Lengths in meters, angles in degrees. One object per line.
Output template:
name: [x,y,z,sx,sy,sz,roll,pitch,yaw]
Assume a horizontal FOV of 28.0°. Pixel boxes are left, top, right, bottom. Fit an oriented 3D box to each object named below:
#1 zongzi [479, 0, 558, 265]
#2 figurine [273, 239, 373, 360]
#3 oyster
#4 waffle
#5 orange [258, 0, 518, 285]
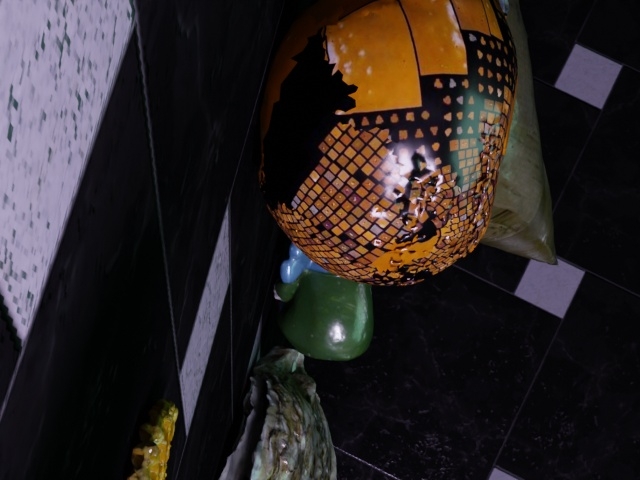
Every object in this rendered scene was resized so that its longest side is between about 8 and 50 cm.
zongzi: [0.152,-0.171,1.246,0.393,0.174,0.356,15,86,-47]
figurine: [0.013,-0.001,1.362,0.185,0.127,0.234,-134,-139,-78]
oyster: [-0.051,0.233,1.276,0.267,0.112,0.198,-52,134,-66]
waffle: [-0.089,0.124,0.665,0.078,0.016,0.085,-70,173,-70]
orange: [0.050,-0.085,0.906,0.234,0.182,0.234,24,90,-84]
